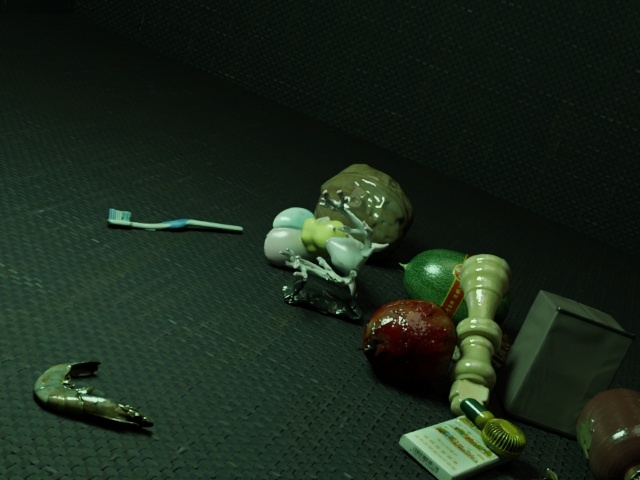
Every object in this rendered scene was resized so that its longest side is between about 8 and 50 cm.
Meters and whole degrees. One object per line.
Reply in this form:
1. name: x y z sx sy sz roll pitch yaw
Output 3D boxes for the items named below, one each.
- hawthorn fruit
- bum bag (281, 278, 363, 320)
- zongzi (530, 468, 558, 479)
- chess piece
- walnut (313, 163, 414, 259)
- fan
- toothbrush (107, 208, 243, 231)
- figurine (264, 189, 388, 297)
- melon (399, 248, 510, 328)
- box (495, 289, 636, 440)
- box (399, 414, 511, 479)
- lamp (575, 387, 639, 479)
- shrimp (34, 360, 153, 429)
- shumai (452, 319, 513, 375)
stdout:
1. hawthorn fruit: 0.163 0.201 1.891 0.235 0.181 0.181 4 25 -36
2. bum bag: 0.007 0.131 2.113 0.198 0.049 0.087 18 24 -8
3. zongzi: 0.324 0.487 1.359 0.286 0.134 0.288 -2 36 -36
4. chess piece: 0.330 0.209 1.966 0.117 0.117 0.397 19 48 -3
5. walnut: 0.116 -0.078 2.517 0.273 0.273 0.227 19 -12 -3
6. fan: 0.321 0.346 1.753 0.082 0.039 0.155 6 25 -43
7. toothbrush: -0.343 -0.036 2.253 0.386 0.040 0.040 7 23 -42
8. figurine: -0.002 0.014 2.132 0.316 0.206 0.284 11 -14 48
9. melon: 0.320 0.118 2.258 0.288 0.182 0.182 22 19 4
10. box: 0.507 0.258 1.968 0.188 0.252 0.153 20 14 -5
11. box: 0.253 0.379 1.701 0.122 0.032 0.220 36 24 34
12. lamp: 0.593 0.398 1.796 0.180 0.180 0.258 17 26 -10
13. shrimp: -0.351 0.240 1.484 0.195 0.035 0.148 17 17 -6
14. shumai: 0.371 0.246 2.101 0.116 0.145 0.145 41 18 -7
